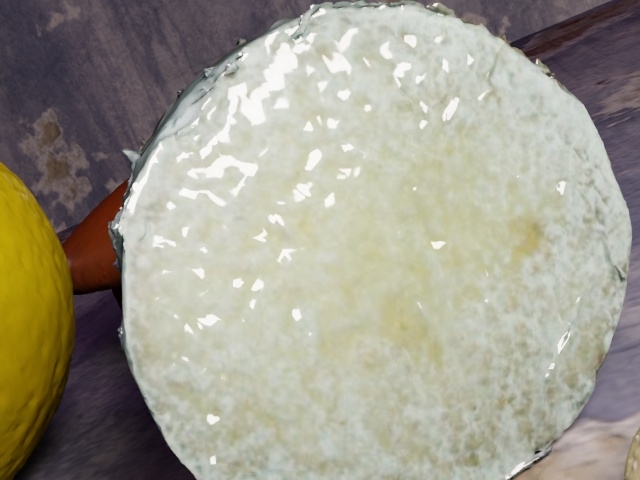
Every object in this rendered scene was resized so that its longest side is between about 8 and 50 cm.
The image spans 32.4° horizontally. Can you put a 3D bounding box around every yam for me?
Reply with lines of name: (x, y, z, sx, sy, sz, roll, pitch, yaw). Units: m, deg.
yam: (0.000, 0.000, 0.605, 0.241, 0.241, 0.348, -25, 9, -9)

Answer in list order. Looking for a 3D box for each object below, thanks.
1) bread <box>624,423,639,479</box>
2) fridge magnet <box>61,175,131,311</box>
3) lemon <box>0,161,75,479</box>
bread: (0.191, 0.059, 0.356, 0.181, 0.039, 0.251, -22, 11, 7)
fridge magnet: (-0.078, -0.029, 1.031, 0.363, 0.155, 0.363, -23, 11, 5)
lemon: (-0.315, 0.057, 0.715, 0.336, 0.336, 0.336, -23, 11, 5)
